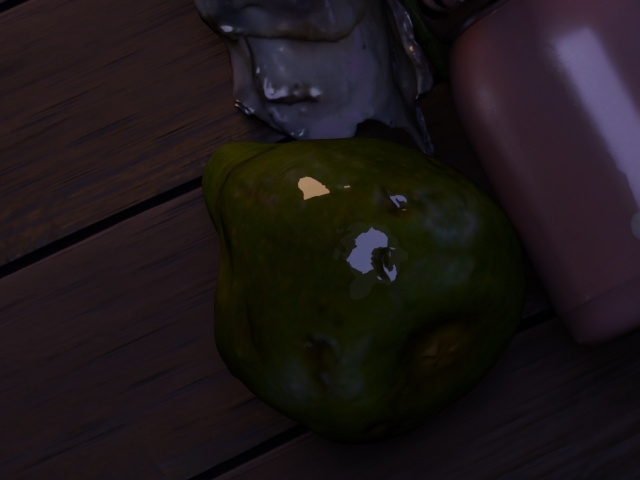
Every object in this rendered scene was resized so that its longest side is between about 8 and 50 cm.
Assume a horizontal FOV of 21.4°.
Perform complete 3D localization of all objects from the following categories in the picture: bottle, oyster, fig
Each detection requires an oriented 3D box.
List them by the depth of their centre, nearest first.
[{"bbox_3d":[0.172,-0.091,1.110,0.173,0.206,0.297,-30,83,32],"label":"bottle"},{"bbox_3d":[0.000,0.000,1.146,0.206,0.206,0.275,-36,50,-8],"label":"fig"},{"bbox_3d":[-0.014,-0.190,1.178,0.275,0.271,0.100,25,37,23],"label":"oyster"}]

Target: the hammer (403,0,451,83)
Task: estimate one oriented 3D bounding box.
[{"bbox_3d":[0.033,-0.253,1.258,0.206,0.119,0.335,-32,79,-5],"label":"hammer"}]
